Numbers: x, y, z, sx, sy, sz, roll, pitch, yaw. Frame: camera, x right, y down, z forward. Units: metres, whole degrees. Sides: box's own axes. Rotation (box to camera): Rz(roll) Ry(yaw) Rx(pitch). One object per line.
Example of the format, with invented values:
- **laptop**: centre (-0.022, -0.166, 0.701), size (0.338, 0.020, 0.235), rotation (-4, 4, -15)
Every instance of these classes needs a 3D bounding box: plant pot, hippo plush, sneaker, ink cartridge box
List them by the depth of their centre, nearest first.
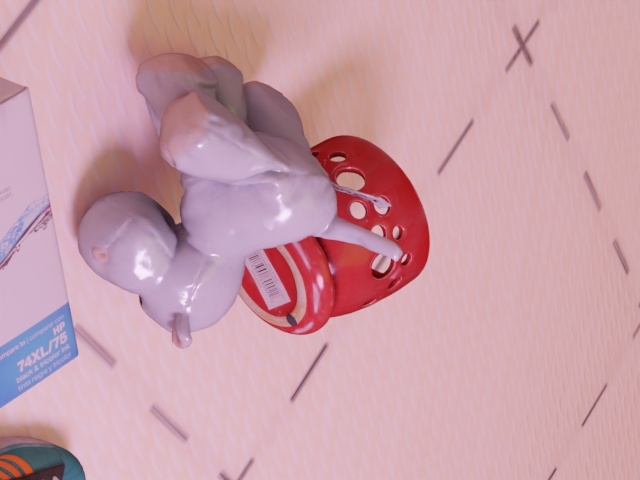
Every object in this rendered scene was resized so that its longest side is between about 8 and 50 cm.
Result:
- **ink cartridge box**: centre (-0.355, 0.002, 1.420), size (0.197, 0.198, 0.270), rotation (-34, 132, -38)
- **sneaker**: centre (-0.326, 0.267, 1.656), size (0.302, 0.121, 0.108), rotation (-2, 109, -52)
- **hippo plush**: centre (-0.114, -0.032, 1.738), size (0.294, 0.234, 0.236), rotation (34, 109, -20)
- **plant pot**: centre (0.000, 0.000, 1.889), size (0.174, 0.191, 0.191), rotation (-32, 130, -36)
